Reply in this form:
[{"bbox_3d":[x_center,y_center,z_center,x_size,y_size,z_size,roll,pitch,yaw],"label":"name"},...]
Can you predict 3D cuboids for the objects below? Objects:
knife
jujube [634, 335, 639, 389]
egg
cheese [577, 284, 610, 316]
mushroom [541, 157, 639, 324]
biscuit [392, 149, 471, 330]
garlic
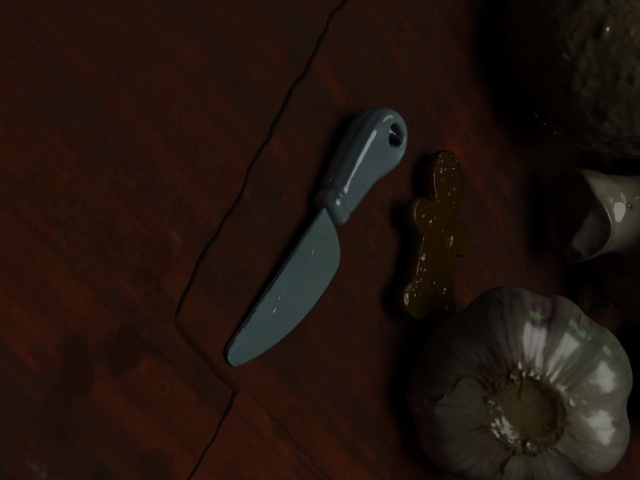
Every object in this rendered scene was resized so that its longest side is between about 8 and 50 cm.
[{"bbox_3d":[0.001,0.001,1.173,0.331,0.044,0.080,-60,138,-25],"label":"knife"},{"bbox_3d":[0.620,0.200,1.772,0.377,0.258,0.258,27,68,-55],"label":"jujube"},{"bbox_3d":[0.375,-0.235,1.434,0.310,0.279,0.279,36,56,-8],"label":"egg"},{"bbox_3d":[0.378,0.084,1.631,0.083,0.030,0.044,8,76,-56],"label":"cheese"},{"bbox_3d":[0.443,-0.038,1.548,0.290,0.297,0.297,15,75,-22],"label":"mushroom"},{"bbox_3d":[0.128,-0.003,1.326,0.138,0.031,0.205,23,72,-52],"label":"biscuit"},{"bbox_3d":[0.222,0.167,1.330,0.253,0.245,0.245,-52,136,-84],"label":"garlic"}]
